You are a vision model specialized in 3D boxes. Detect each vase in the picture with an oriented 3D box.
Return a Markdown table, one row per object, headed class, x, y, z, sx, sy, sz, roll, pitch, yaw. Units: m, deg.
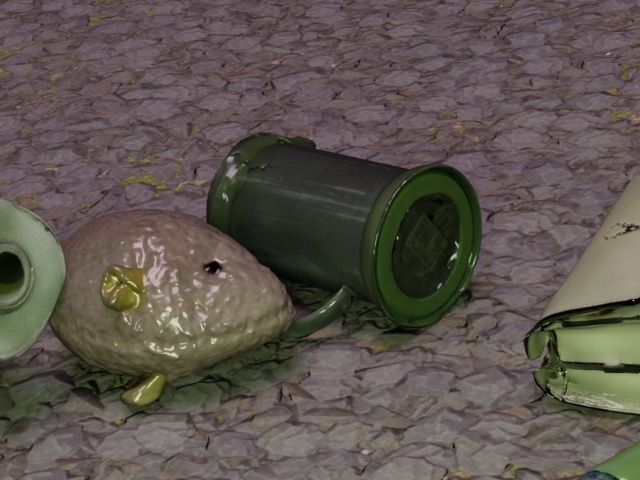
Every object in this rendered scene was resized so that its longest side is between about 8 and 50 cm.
| class | x | y | z | sx | sy | sz | roll | pitch | yaw |
| --- | --- | --- | --- | --- | --- | --- | --- | --- | --- |
| vase | -0.504 | 0.042 | 2.178 | 0.445 | 0.250 | 0.250 | 1 | 25 | 47 |

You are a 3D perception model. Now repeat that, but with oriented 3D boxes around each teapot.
| class | x | y | z | sx | sy | sz | roll | pitch | yaw |
| --- | --- | --- | --- | --- | --- | --- | --- | --- | --- |
| teapot | 0.000 | 0.000 | 2.240 | 0.337 | 0.200 | 0.270 | 15 | 68 | 42 |

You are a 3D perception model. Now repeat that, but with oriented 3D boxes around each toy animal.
| class | x | y | z | sx | sy | sz | roll | pitch | yaw |
| --- | --- | --- | --- | --- | --- | --- | --- | --- | --- |
| toy animal | -0.216 | 0.062 | 2.157 | 0.358 | 0.188 | 0.226 | 13 | 34 | 41 |

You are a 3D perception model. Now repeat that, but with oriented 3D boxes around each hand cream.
| class | x | y | z | sx | sy | sz | roll | pitch | yaw |
| --- | --- | --- | --- | --- | --- | --- | --- | --- | --- |
| hand cream | 0.328 | 0.237 | 1.809 | 0.175 | 0.046 | 0.095 | -20 | 27 | -35 |

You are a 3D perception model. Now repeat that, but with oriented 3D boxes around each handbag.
| class | x | y | z | sx | sy | sz | roll | pitch | yaw |
| --- | --- | --- | --- | --- | --- | --- | --- | --- | --- |
| handbag | 0.404 | 0.047 | 2.033 | 0.236 | 0.160 | 0.358 | -2 | 27 | 30 |
